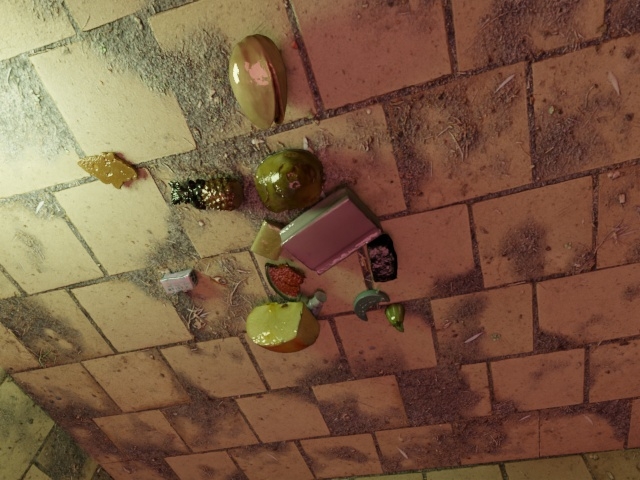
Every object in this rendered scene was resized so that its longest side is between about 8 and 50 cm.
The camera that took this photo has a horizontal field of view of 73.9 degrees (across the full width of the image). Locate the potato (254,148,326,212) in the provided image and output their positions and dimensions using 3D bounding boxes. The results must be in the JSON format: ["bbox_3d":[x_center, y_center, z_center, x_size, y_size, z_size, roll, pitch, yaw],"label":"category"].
[{"bbox_3d":[-0.139,-0.216,1.687,0.300,0.196,0.246,-31,115,23],"label":"potato"}]

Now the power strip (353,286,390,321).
[{"bbox_3d":[0.244,0.303,2.085,0.137,0.044,0.216,32,120,-15],"label":"power strip"}]

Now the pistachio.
[{"bbox_3d":[-0.204,-0.544,1.477,0.194,0.214,0.317,-32,129,-21],"label":"pistachio"}]

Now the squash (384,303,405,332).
[{"bbox_3d":[0.371,0.390,2.080,0.105,0.132,0.105,1,124,1],"label":"squash"}]

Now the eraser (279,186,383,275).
[{"bbox_3d":[0.046,-0.036,1.805,0.359,0.122,0.272,-37,124,20],"label":"eraser"}]

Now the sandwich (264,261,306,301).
[{"bbox_3d":[-0.174,0.175,2.015,0.235,0.079,0.159,36,108,-23],"label":"sandwich"}]

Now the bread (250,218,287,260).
[{"bbox_3d":[-0.219,-0.004,1.904,0.140,0.060,0.178,24,121,-13],"label":"bread"}]

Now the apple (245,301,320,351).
[{"bbox_3d":[-0.190,0.416,2.062,0.309,0.314,0.252,-12,88,24],"label":"apple"}]

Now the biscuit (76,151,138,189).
[{"bbox_3d":[-0.883,-0.298,1.770,0.250,0.035,0.162,13,118,-6],"label":"biscuit"}]

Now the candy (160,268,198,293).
[{"bbox_3d":[-0.678,0.198,2.056,0.160,0.073,0.092,-11,117,11],"label":"candy"}]

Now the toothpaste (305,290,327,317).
[{"bbox_3d":[-0.061,0.366,2.136,0.114,0.073,0.299,23,130,-13],"label":"toothpaste"}]

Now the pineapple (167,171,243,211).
[{"bbox_3d":[-0.483,-0.202,1.757,0.310,0.141,0.170,2,128,11],"label":"pineapple"}]

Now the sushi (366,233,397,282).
[{"bbox_3d":[0.277,0.079,1.890,0.127,0.124,0.224,-10,116,9],"label":"sushi"}]
